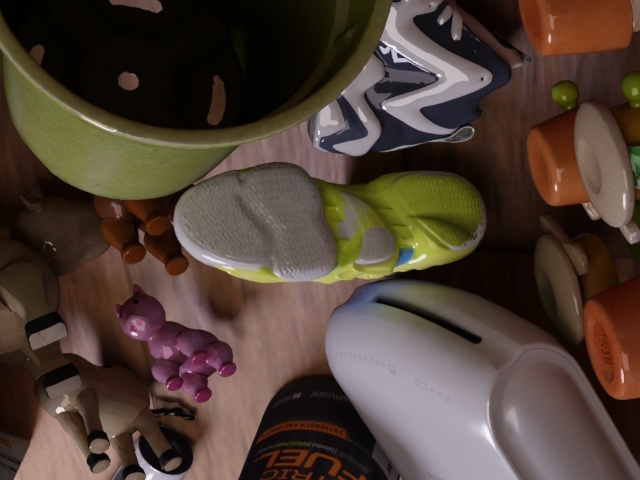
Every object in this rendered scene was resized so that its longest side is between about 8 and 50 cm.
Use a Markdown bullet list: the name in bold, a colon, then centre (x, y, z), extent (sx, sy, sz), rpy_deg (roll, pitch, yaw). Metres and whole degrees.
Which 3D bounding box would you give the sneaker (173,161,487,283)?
- **sneaker**: centre (0.000, 0.000, 1.503), extent (0.240, 0.091, 0.126), rpy_deg (2, 165, -15)

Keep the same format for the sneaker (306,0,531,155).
- **sneaker**: centre (0.079, -0.168, 1.400), extent (0.153, 0.094, 0.235), rpy_deg (4, 108, -10)

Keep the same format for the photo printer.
- **photo printer**: centre (0.140, 0.164, 1.546), extent (0.256, 0.107, 0.307), rpy_deg (19, 146, 58)

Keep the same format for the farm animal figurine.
- **farm animal figurine**: centre (-0.233, 0.054, 1.597), extent (0.326, 0.172, 0.330), rpy_deg (-11, 136, -28)

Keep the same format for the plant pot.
- **plant pot**: centre (-0.115, -0.150, 1.346), extent (0.276, 0.276, 0.254), rpy_deg (28, 158, -5)

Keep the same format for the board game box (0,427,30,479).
- **board game box**: centre (-0.371, 0.178, 1.666), extent (0.224, 0.303, 0.097), rpy_deg (28, 91, -4)

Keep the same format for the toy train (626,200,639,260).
- **toy train**: centre (0.287, -0.013, 1.451), extent (0.143, 0.105, 0.248), rpy_deg (3, 128, 32)

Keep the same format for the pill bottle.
- **pill bottle**: centre (-0.014, 0.237, 1.629), extent (0.130, 0.246, 0.130), rpy_deg (8, 128, 10)

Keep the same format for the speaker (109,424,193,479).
- **speaker**: centre (-0.164, 0.226, 1.791), extent (0.055, 0.055, 0.136), rpy_deg (30, 129, -7)

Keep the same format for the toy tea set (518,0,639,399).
- **toy tea set**: centre (0.227, -0.043, 1.370), extent (0.124, 0.200, 0.336), rpy_deg (-14, 124, -10)
